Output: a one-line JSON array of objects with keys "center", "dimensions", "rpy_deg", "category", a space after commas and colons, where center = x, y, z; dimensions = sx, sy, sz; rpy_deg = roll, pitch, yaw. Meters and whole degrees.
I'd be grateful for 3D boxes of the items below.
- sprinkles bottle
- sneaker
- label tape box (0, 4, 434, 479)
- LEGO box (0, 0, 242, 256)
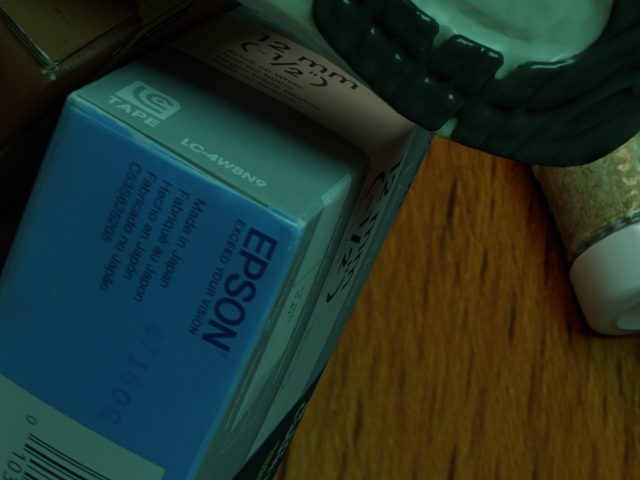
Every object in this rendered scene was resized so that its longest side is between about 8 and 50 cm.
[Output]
[{"center": [0.210, -0.107, 1.381], "dimensions": [0.121, 0.121, 0.355], "rpy_deg": [3, 60, -40], "category": "sprinkles bottle"}, {"center": [-0.043, -0.177, 0.688], "dimensions": [0.410, 0.158, 0.182], "rpy_deg": [33, 14, -15], "category": "sneaker"}, {"center": [-0.041, 0.019, 0.845], "dimensions": [0.115, 0.249, 0.348], "rpy_deg": [29, 25, 11], "category": "label tape box"}, {"center": [-0.139, -0.152, 0.928], "dimensions": [0.193, 0.372, 0.500], "rpy_deg": [49, 42, -1], "category": "LEGO box"}]
